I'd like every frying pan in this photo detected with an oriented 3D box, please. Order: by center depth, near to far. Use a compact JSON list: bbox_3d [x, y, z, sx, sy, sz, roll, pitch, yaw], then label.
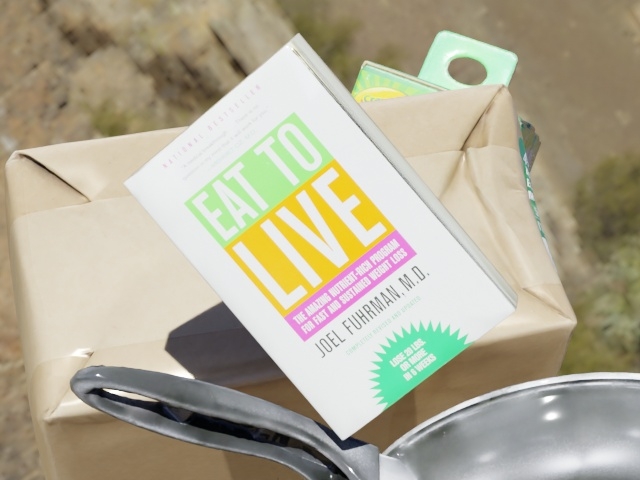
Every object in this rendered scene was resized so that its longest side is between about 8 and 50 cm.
[{"bbox_3d":[0.071,0.101,0.770,0.326,0.197,0.053,36,32,-41],"label":"frying pan"}]

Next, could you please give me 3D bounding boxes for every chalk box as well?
[{"bbox_3d":[0.083,-0.053,1.317,0.132,0.213,0.132,20,2,14],"label":"chalk box"}]

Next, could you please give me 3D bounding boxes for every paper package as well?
[{"bbox_3d":[-0.023,0.076,1.063,0.325,0.309,0.168,93,-14,-59],"label":"paper package"}]

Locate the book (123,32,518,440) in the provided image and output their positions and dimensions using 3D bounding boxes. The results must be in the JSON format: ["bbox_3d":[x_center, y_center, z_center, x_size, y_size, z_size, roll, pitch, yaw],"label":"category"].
[{"bbox_3d":[0.000,0.000,0.726,0.144,0.096,0.035,49,15,-6],"label":"book"}]
